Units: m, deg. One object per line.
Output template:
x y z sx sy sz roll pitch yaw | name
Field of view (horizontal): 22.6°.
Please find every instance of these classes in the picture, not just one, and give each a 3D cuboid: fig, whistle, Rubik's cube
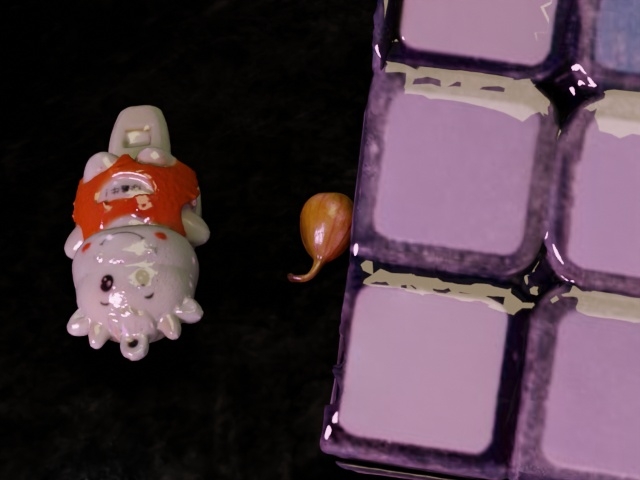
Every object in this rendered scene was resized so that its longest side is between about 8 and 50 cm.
0.000 0.000 1.306 0.050 0.050 0.083 22 69 10 | fig
-0.142 -0.011 1.253 0.102 0.106 0.253 15 46 -19 | whistle
0.200 -0.010 1.048 0.363 0.359 0.362 8 83 4 | Rubik's cube
